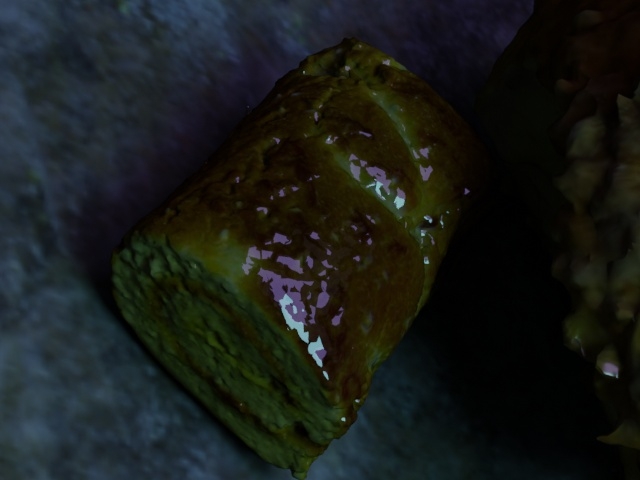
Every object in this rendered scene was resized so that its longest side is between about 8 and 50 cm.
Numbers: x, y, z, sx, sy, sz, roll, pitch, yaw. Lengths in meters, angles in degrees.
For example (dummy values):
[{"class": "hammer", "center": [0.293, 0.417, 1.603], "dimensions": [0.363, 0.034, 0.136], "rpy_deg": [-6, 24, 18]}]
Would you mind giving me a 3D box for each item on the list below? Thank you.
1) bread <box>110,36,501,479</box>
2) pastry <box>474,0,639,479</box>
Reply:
[{"class": "bread", "center": [0.000, 0.000, 0.830], "dimensions": [0.132, 0.103, 0.172], "rpy_deg": [44, 49, -4]}, {"class": "pastry", "center": [0.264, -0.014, 0.866], "dimensions": [0.405, 0.337, 0.292], "rpy_deg": [-99, 174, -66]}]
